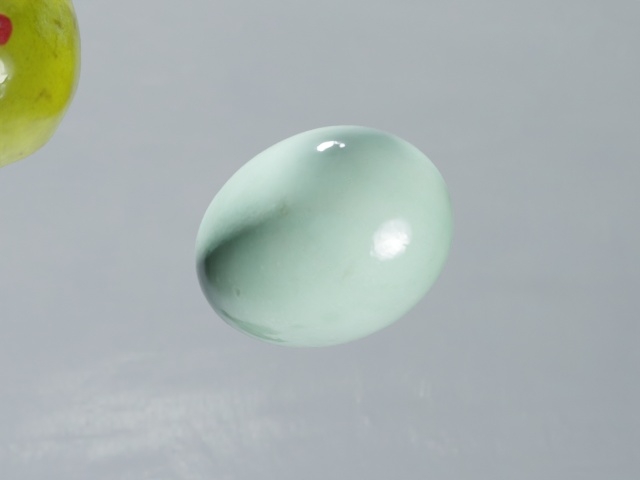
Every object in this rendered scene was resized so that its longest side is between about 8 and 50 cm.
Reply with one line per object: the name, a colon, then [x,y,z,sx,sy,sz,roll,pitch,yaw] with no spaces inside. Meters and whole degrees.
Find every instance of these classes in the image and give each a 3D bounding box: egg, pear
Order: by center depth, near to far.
egg: [0.000,0.000,1.062,0.231,0.168,0.168,-24,10,36]
pear: [-0.414,-0.244,1.547,0.287,0.287,0.375,2,67,-4]
